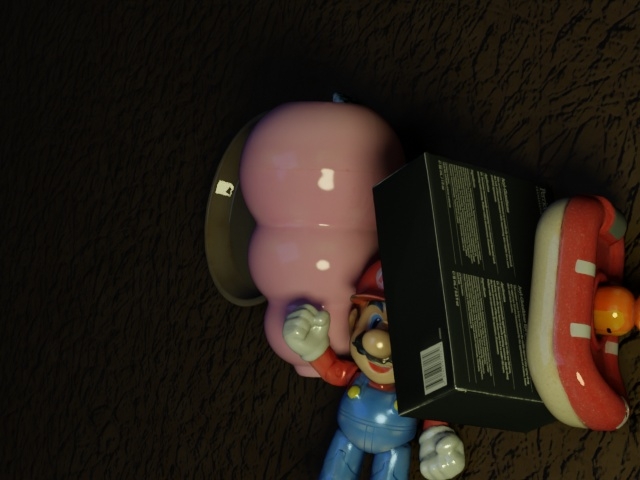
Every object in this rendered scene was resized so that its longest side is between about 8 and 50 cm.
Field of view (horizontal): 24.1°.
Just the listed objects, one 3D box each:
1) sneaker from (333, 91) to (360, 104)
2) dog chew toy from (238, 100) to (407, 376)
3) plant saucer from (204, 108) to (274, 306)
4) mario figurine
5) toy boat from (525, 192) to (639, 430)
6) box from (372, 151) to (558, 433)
[{"bbox_3d":[0.030,-0.145,1.955,0.069,0.038,0.098,-59,38,23],"label":"sneaker"},{"bbox_3d":[0.000,0.000,1.826,0.207,0.207,0.331,1,89,55],"label":"dog chew toy"},{"bbox_3d":[-0.072,-0.043,2.068,0.278,0.041,0.277,-22,62,51],"label":"plant saucer"},{"bbox_3d":[0.057,0.176,1.695,0.170,0.198,0.320,-158,77,-68],"label":"mario figurine"},{"bbox_3d":[0.290,0.071,1.463,0.151,0.151,0.231,1,80,25],"label":"toy boat"},{"bbox_3d":[0.165,0.058,1.577,0.103,0.184,0.261,-34,53,48],"label":"box"}]
